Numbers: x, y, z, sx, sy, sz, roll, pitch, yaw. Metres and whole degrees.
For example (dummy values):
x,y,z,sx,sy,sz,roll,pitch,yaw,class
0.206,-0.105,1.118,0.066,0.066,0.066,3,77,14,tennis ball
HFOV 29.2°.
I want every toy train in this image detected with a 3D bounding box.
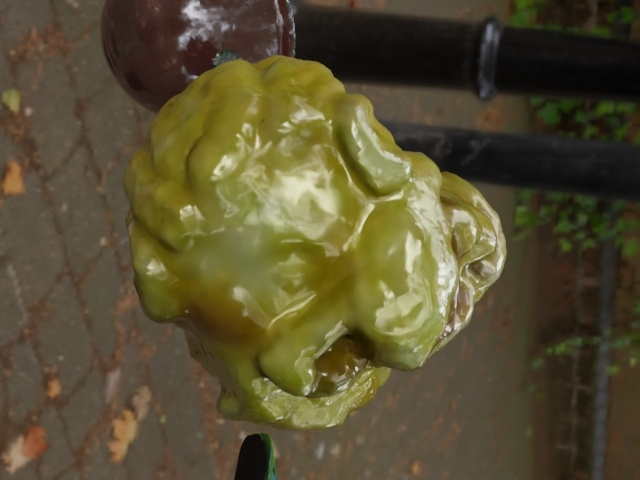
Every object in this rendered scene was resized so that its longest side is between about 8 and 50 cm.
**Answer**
x,y,z,sx,sy,sz,roll,pitch,yaw,class
-0.083,0.324,1.466,0.209,0.044,0.042,-81,162,-48,toy train

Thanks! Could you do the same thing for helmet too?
x,y,z,sx,sy,sz,roll,pitch,yaw,class
-0.110,-0.154,0.905,0.106,0.175,0.155,-15,122,-34,helmet

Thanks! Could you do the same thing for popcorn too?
x,y,z,sx,sy,sz,roll,pitch,yaw,class
0.000,0.000,0.687,0.200,0.203,0.226,-84,163,-71,popcorn
